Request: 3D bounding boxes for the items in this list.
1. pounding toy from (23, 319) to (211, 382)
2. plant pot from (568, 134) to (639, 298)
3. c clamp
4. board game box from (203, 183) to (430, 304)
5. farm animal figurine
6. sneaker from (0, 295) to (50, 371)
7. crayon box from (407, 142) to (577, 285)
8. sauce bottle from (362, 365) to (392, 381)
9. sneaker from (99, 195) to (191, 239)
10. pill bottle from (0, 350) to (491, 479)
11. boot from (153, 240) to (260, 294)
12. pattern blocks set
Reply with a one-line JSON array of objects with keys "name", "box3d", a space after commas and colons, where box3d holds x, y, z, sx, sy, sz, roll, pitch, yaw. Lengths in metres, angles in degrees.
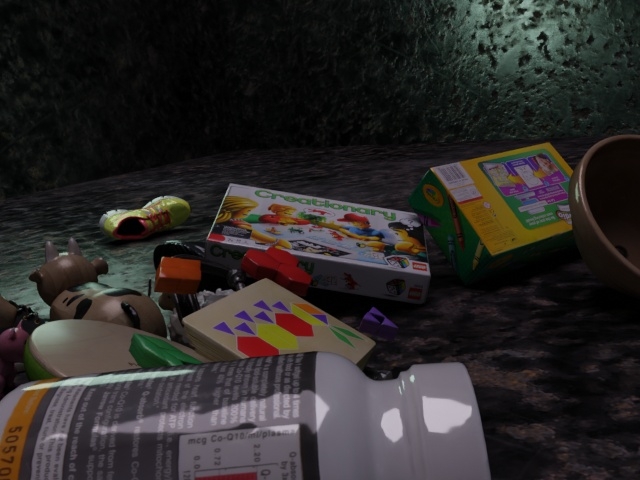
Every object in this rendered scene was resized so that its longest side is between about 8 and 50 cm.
[{"name": "pounding toy", "box3d": [-0.139, 0.158, 0.639, 0.237, 0.110, 0.183, 19, 6, -18]}, {"name": "plant pot", "box3d": [0.408, -0.009, 0.973, 0.237, 0.237, 0.110, -11, -27, -22]}, {"name": "c clamp", "box3d": [-0.090, 0.071, 0.789, 0.137, 0.022, 0.161, 6, 35, -36]}, {"name": "board game box", "box3d": [0.000, 0.000, 1.110, 0.305, 0.053, 0.193, 9, 27, -2]}, {"name": "farm animal figurine", "box3d": [-0.279, 0.093, 0.823, 0.326, 0.172, 0.330, 3, 15, 36]}, {"name": "sneaker", "box3d": [-0.382, 0.099, 0.973, 0.222, 0.118, 0.083, -15, 15, -34]}, {"name": "crayon box", "box3d": [0.292, -0.048, 1.179, 0.278, 0.165, 0.081, -14, -29, -34]}, {"name": "sauce bottle", "box3d": [0.011, 0.135, 0.791, 0.128, 0.042, 0.042, 10, 19, 26]}, {"name": "sneaker", "box3d": [-0.388, -0.040, 1.744, 0.208, 0.081, 0.094, -18, 23, -21]}, {"name": "pill bottle", "box3d": [-0.046, 0.151, 0.458, 0.278, 0.162, 0.162, -6, 12, 4]}, {"name": "boot", "box3d": [-0.107, 0.029, 1.204, 0.246, 0.094, 0.207, 9, 22, 31]}, {"name": "pattern blocks set", "box3d": [-0.030, 0.094, 0.708, 0.285, 0.026, 0.325, 32, 19, 22]}]
